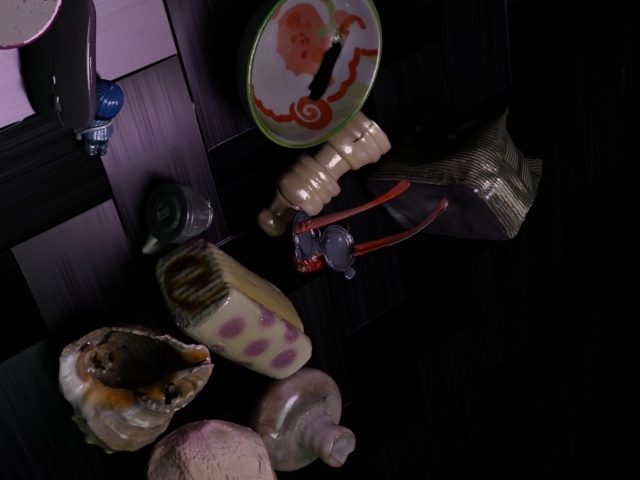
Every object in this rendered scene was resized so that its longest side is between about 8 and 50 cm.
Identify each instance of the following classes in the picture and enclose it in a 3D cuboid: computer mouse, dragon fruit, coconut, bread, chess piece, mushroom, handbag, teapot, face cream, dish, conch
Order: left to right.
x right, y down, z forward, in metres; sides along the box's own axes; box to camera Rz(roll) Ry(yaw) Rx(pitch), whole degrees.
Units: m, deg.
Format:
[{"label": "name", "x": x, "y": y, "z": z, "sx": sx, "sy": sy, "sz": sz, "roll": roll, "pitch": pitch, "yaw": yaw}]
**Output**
[{"label": "face cream", "x": -0.478, "y": -0.372, "z": 1.301, "sx": 0.175, "sy": 0.195, "sz": 0.175, "roll": -16, "pitch": 119, "yaw": -31}, {"label": "computer mouse", "x": -0.408, "y": -0.289, "z": 1.459, "sx": 0.057, "sy": 0.120, "sz": 0.232, "roll": -41, "pitch": 142, "yaw": -60}, {"label": "conch", "x": -0.351, "y": 0.247, "z": 1.719, "sx": 0.324, "sy": 0.186, "sz": 0.263, "roll": -33, "pitch": 120, "yaw": 11}, {"label": "teapot", "x": -0.257, "y": -0.033, "z": 1.710, "sx": 0.108, "sy": 0.111, "sz": 0.149, "roll": 1, "pitch": 106, "yaw": -54}, {"label": "coconut", "x": -0.230, "y": 0.514, "z": 1.902, "sx": 0.297, "sy": 0.254, "sz": 0.297, "roll": -14, "pitch": 132, "yaw": -16}, {"label": "bread", "x": -0.165, "y": 0.140, "z": 1.772, "sx": 0.155, "sy": 0.187, "sz": 0.338, "roll": -35, "pitch": 146, "yaw": 9}, {"label": "dish", "x": -0.042, "y": -0.345, "z": 1.720, "sx": 0.324, "sy": 0.124, "sz": 0.324, "roll": -25, "pitch": 131, "yaw": -33}, {"label": "mushroom", "x": -0.032, "y": 0.410, "z": 2.030, "sx": 0.244, "sy": 0.243, "sz": 0.243, "roll": -18, "pitch": 122, "yaw": -32}, {"label": "chess piece", "x": -0.006, "y": -0.127, "z": 1.868, "sx": 0.307, "sy": 0.124, "sz": 0.139, "roll": -47, "pitch": 162, "yaw": -5}, {"label": "dragon fruit", "x": 0.000, "y": 0.000, "z": 1.960, "sx": 0.190, "sy": 0.094, "sz": 0.094, "roll": -39, "pitch": 134, "yaw": -46}, {"label": "handbag", "x": 0.294, "y": -0.144, "z": 1.962, "sx": 0.247, "sy": 0.341, "sz": 0.240, "roll": 47, "pitch": 61, "yaw": -37}]

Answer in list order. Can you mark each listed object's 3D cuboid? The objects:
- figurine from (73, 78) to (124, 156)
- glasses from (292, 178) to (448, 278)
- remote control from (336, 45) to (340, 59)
[{"label": "figurine", "x": -0.373, "y": -0.205, "z": 1.547, "sx": 0.077, "sy": 0.079, "sz": 0.136, "roll": -10, "pitch": 118, "yaw": -37}, {"label": "glasses", "x": 0.096, "y": -0.019, "z": 1.802, "sx": 0.234, "sy": 0.268, "sz": 0.118, "roll": 23, "pitch": 57, "yaw": -54}, {"label": "remote control", "x": 0.049, "y": -0.347, "z": 1.860, "sx": 0.039, "sy": 0.014, "sz": 0.096, "roll": -17, "pitch": 120, "yaw": -32}]
